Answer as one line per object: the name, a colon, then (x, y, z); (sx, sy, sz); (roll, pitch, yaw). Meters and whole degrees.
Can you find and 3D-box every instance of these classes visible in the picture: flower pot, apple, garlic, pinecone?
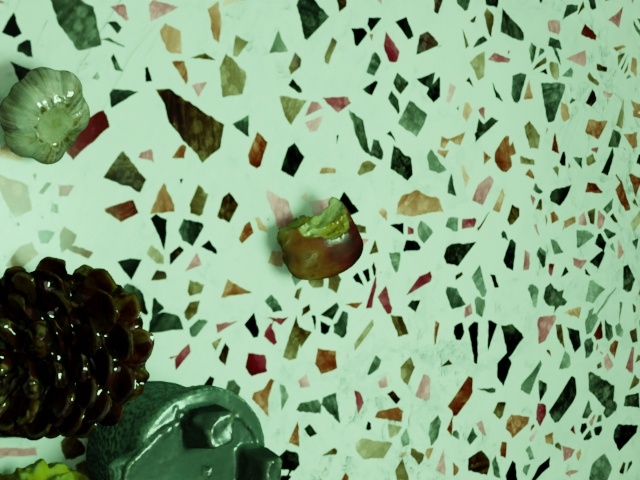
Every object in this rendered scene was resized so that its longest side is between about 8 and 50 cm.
flower pot: (-0.247, 0.384, 1.828); (0.299, 0.283, 0.299); (-5, 98, -41)
apple: (0.000, 0.007, 2.083); (0.158, 0.156, 0.147); (-30, 114, -2)
garlic: (-0.448, -0.204, 1.737); (0.147, 0.102, 0.159); (-5, 120, -40)
pinecone: (-0.424, 0.175, 1.697); (0.296, 0.242, 0.298); (-12, 91, -43)

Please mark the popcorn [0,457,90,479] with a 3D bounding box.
popcorn: (-0.457, 0.459, 1.740); (0.218, 0.169, 0.189); (-47, 120, -32)
